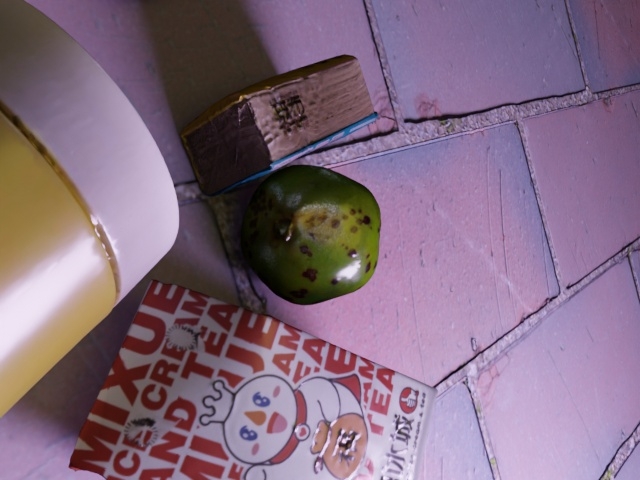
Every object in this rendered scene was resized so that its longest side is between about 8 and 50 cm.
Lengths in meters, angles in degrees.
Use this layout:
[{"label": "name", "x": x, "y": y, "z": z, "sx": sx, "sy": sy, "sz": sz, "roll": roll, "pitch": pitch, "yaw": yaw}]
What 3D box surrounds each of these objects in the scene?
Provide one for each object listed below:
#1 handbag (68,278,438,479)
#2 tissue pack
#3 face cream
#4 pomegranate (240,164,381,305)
[{"label": "handbag", "x": -0.051, "y": 0.162, "z": 0.550, "sx": 0.298, "sy": 0.151, "sz": 0.171, "roll": 28, "pitch": 69, "yaw": -32}, {"label": "tissue pack", "x": -0.040, "y": -0.119, "z": 0.634, "sx": 0.169, "sy": 0.120, "sz": 0.082, "roll": -32, "pitch": 101, "yaw": -40}, {"label": "face cream", "x": -0.225, "y": -0.012, "z": 0.369, "sx": 0.218, "sy": 0.218, "sz": 0.179, "roll": 55, "pitch": 52, "yaw": -21}, {"label": "pomegranate", "x": 0.007, "y": 0.004, "z": 0.648, "sx": 0.169, "sy": 0.122, "sz": 0.143, "roll": 34, "pitch": 88, "yaw": -46}]
